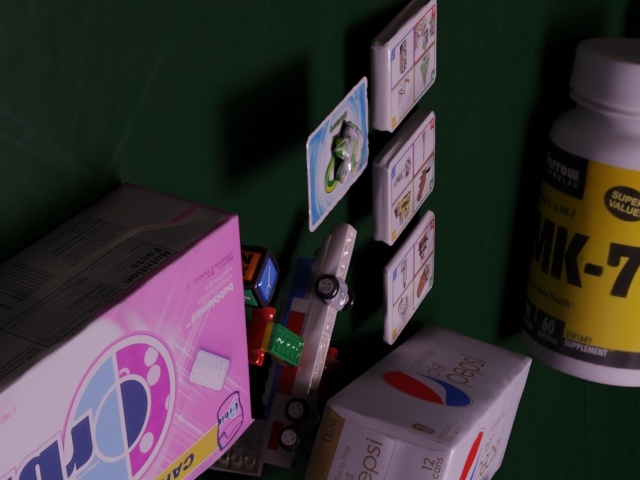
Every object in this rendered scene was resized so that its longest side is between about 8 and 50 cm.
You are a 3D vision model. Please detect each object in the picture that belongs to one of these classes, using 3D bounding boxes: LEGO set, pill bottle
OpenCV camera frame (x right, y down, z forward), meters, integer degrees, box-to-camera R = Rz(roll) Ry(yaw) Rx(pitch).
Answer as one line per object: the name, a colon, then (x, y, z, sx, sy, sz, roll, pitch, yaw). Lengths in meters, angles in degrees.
LEGO set: (0.000, 0.000, 0.818, 0.244, 0.060, 0.182, -52, 146, -54)
pill bottle: (0.201, -0.021, 1.058, 0.119, 0.119, 0.208, -21, 122, -55)

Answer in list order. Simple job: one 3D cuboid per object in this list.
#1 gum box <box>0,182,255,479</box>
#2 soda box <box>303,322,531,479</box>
gum box: (-0.101, 0.064, 0.642, 0.188, 0.062, 0.107, -39, 136, -45)
soda box: (0.054, 0.105, 0.867, 0.216, 0.069, 0.073, -25, 131, -72)
